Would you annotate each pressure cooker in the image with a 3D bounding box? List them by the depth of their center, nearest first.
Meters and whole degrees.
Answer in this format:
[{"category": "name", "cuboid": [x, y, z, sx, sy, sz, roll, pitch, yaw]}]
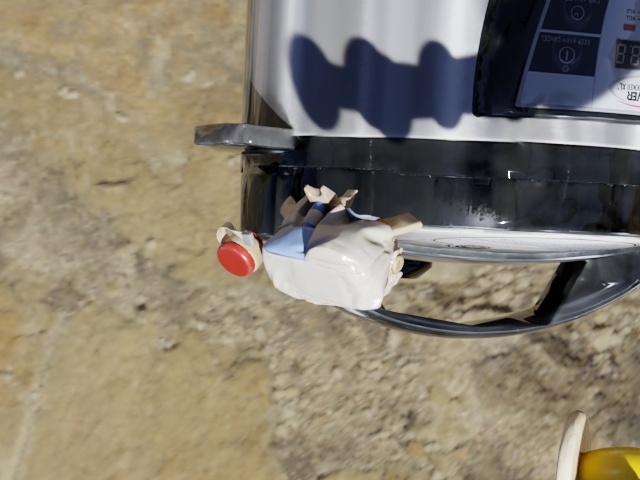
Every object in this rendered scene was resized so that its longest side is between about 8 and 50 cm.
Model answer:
[{"category": "pressure cooker", "cuboid": [0.124, -0.134, 1.134, 0.369, 0.375, 0.420, 4, 91, 17]}]

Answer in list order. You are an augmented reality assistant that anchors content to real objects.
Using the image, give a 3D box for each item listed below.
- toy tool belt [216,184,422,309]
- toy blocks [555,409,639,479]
[{"category": "toy tool belt", "cuboid": [0.000, 0.000, 0.655, 0.083, 0.051, 0.052, 11, 137, 31]}, {"category": "toy blocks", "cuboid": [0.162, 0.123, 0.566, 0.148, 0.123, 0.054, 4, 128, 20]}]
